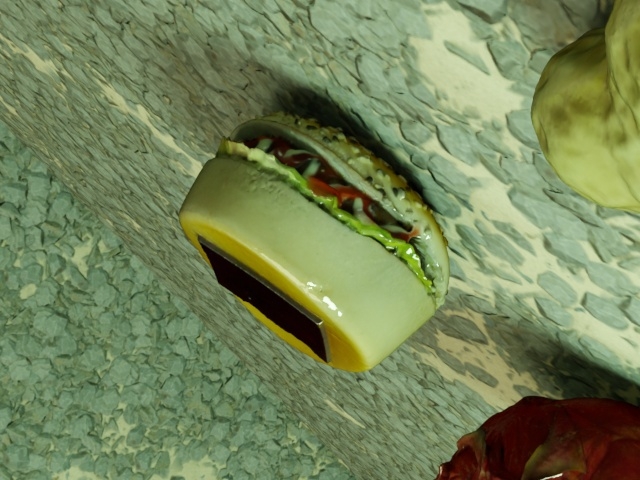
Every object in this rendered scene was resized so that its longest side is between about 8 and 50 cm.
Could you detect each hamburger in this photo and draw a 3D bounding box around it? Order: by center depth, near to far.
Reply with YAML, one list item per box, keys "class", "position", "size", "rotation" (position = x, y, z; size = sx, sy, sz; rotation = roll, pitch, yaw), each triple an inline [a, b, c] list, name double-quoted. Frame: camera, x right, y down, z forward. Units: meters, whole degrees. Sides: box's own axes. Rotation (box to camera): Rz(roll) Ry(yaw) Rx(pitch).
- class: "hamburger"
  position: [0.000, 0.000, 1.060]
  size: [0.300, 0.176, 0.300]
  rotation: [34, 161, 13]

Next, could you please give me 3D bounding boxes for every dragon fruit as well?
- class: "dragon fruit"
  position: [0.273, 0.294, 1.063]
  size: [0.343, 0.277, 0.277]
  rotation: [-6, 147, 11]

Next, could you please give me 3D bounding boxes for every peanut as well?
- class: "peanut"
  position: [0.206, -0.086, 0.542]
  size: [0.147, 0.147, 0.305]
  rotation: [39, 166, 5]
